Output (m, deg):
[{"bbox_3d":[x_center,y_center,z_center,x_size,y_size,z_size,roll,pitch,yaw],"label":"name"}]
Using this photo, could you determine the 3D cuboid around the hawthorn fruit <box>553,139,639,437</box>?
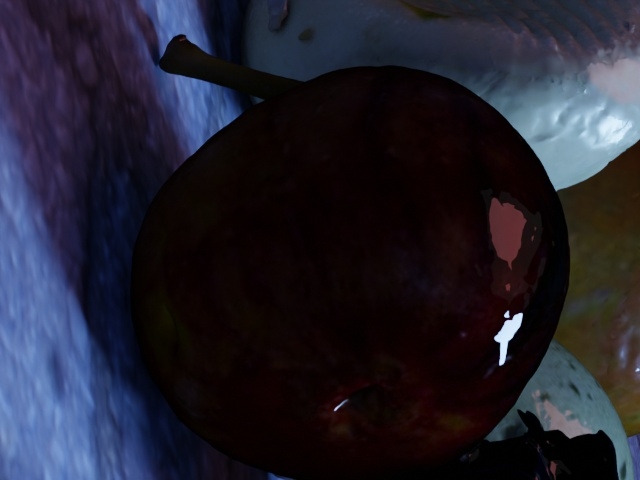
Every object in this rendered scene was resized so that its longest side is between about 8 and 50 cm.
[{"bbox_3d":[0.177,0.013,1.354,0.268,0.300,0.268,3,90,-78],"label":"hawthorn fruit"}]

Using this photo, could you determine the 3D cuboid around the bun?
[{"bbox_3d":[0.079,-0.106,1.187,0.259,0.259,0.160,-82,179,-54],"label":"bun"}]

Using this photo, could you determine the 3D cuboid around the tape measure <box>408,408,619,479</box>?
[{"bbox_3d":[0.051,0.156,0.983,0.199,0.186,0.112,-4,78,-72],"label":"tape measure"}]

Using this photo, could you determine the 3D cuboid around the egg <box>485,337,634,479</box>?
[{"bbox_3d":[0.088,0.126,1.176,0.228,0.177,0.177,58,19,-16],"label":"egg"}]

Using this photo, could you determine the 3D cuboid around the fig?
[{"bbox_3d":[0.019,-0.009,0.933,0.186,0.203,0.249,40,32,-23],"label":"fig"}]

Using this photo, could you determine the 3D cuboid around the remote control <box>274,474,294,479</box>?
[{"bbox_3d":[0.037,0.058,1.031,0.029,0.190,0.088,19,55,-37],"label":"remote control"}]
